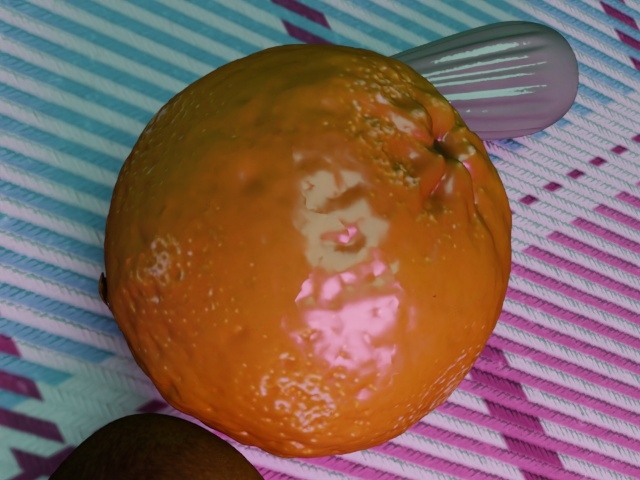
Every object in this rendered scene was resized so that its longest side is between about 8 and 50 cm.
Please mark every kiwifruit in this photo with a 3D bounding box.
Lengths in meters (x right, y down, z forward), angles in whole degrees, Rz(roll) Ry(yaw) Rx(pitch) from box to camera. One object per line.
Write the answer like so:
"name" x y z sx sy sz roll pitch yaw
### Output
"kiwifruit" -0.141 0.253 0.690 0.196 0.196 0.234 37 68 -11

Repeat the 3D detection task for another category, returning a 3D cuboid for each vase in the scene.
"vase" 0.149 -0.166 0.980 0.248 0.128 0.128 -10 80 -18

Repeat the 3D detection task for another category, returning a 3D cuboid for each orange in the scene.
"orange" 0.000 0.000 0.746 0.341 0.293 0.340 25 45 -29
